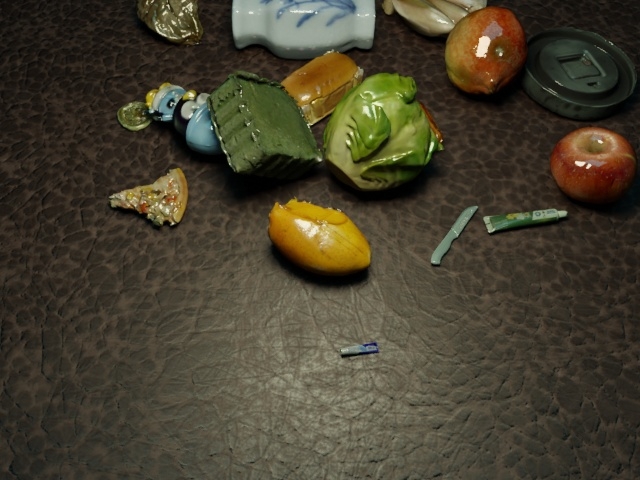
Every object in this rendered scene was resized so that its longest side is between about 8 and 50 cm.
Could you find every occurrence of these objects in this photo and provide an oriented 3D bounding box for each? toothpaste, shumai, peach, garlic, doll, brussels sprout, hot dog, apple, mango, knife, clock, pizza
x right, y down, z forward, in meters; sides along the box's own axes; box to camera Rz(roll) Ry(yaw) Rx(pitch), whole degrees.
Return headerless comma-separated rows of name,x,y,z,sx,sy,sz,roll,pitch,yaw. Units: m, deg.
toothpaste,0.084,0.234,1.385,0.083,0.015,0.024,-7,55,-12
shumai,-0.454,-0.705,1.908,0.184,0.185,0.218,-18,58,-12
peach,0.451,-0.496,1.752,0.233,0.232,0.256,-6,54,-4
garlic,0.363,-0.708,1.951,0.325,0.132,0.279,33,62,23
doll,-0.313,-0.318,1.678,0.314,0.141,0.177,30,51,22
brussels sprout,0.146,-0.253,1.560,0.294,0.259,0.227,-47,27,5
hot dog,0.269,-0.302,1.723,0.072,0.055,0.188,-16,58,-8
apple,0.666,-0.176,1.586,0.201,0.162,0.201,-6,50,7
toothpaste,0.500,-0.052,1.572,0.204,0.031,0.049,-8,55,-4
mango,0.000,0.000,1.477,0.252,0.126,0.154,26,48,8
knife,0.320,-0.016,1.555,0.028,0.015,0.210,26,59,24
clock,0.717,-0.473,1.822,0.325,0.067,0.325,3,56,-4
pizza,-0.424,-0.109,1.589,0.195,0.052,0.185,-5,53,-3

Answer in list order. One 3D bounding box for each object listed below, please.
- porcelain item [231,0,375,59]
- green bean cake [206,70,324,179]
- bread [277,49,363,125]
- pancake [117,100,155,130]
porcelain item,-0.048,-0.650,1.880,0.405,0.178,0.242,0,56,0
green bean cake,-0.132,-0.272,1.577,0.255,0.132,0.241,-4,64,-55
bread,-0.005,-0.420,1.770,0.241,0.107,0.136,-37,61,-23
pancake,-0.504,-0.341,1.764,0.108,0.017,0.108,2,54,-3
